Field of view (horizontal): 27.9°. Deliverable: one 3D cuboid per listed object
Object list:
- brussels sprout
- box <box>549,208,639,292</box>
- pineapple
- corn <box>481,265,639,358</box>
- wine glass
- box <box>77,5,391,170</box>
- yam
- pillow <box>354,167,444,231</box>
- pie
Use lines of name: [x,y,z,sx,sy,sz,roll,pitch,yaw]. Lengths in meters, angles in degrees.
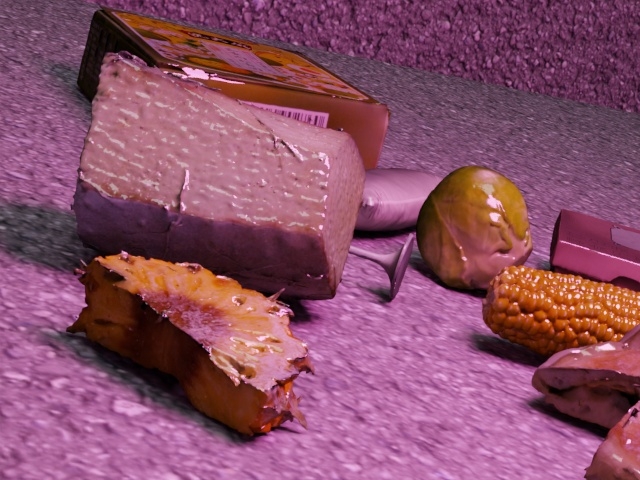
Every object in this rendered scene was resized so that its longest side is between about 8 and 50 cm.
brussels sprout: [0.187,-0.015,1.545,0.155,0.155,0.117,24,17,32]
box: [0.389,0.047,1.613,0.215,0.086,0.215,16,15,8]
pineapple: [-0.089,0.080,1.071,0.233,0.080,0.135,30,29,29]
corn: [0.319,0.101,1.336,0.310,0.102,0.101,12,15,-1]
wine glass: [0.000,0.000,1.426,0.195,0.079,0.079,19,15,10]
box: [-0.144,-0.223,1.991,0.372,0.138,0.420,8,17,-25]
yam: [-0.095,-0.050,1.302,0.271,0.202,0.201,11,-21,6]
pillow: [0.070,-0.057,1.707,0.144,0.078,0.254,12,11,32]
pie: [0.353,0.152,1.131,0.337,0.075,0.337,-3,22,1]
